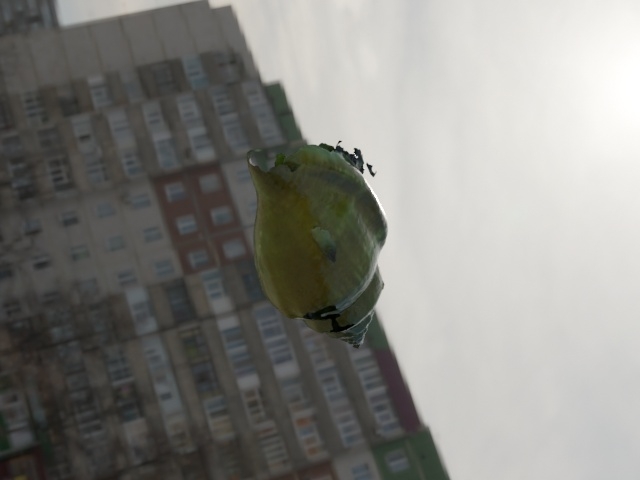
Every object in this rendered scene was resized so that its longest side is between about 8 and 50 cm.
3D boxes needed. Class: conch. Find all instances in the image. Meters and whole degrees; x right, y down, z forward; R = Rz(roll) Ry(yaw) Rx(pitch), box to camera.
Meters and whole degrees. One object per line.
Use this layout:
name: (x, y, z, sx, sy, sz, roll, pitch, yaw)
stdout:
conch: (0.001, 0.004, 0.766, 0.079, 0.095, 0.200, 46, -27, 35)
